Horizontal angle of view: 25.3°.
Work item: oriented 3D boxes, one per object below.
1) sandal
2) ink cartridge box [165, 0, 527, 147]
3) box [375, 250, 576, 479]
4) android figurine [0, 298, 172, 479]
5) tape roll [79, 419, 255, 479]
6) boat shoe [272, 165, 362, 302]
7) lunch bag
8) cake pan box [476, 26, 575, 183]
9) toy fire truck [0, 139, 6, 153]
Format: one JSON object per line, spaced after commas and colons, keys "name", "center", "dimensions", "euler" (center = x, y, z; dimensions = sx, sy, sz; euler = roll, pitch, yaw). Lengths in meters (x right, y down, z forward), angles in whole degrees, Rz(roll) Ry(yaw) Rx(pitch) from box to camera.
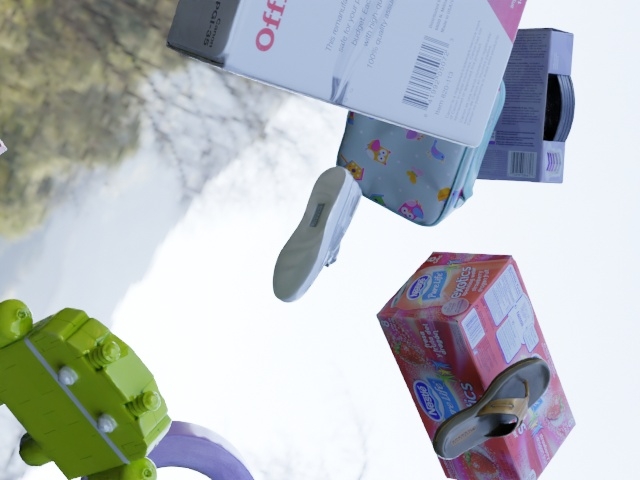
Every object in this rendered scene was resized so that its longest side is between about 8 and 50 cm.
{"name": "sandal", "center": [0.221, 0.219, 1.783], "dimensions": [0.180, 0.072, 0.049], "euler": [-36, -144, -8]}
{"name": "ink cartridge box", "center": [0.034, -0.219, 1.233], "dimensions": [0.117, 0.283, 0.207], "euler": [27, -79, 54]}
{"name": "box", "center": [0.216, 0.177, 1.935], "dimensions": [0.142, 0.300, 0.154], "euler": [4, -142, 42]}
{"name": "android figurine", "center": [-0.257, 0.162, 1.459], "dimensions": [0.273, 0.248, 0.056], "euler": [-21, -160, 48]}
{"name": "tape roll", "center": [-0.219, 0.403, 2.062], "dimensions": [0.274, 0.275, 0.090], "euler": [-64, -168, 3]}
{"name": "boat shoe", "center": [0.000, 0.000, 1.753], "dimensions": [0.066, 0.063, 0.184], "euler": [2, -116, 40]}
{"name": "lunch bag", "center": [0.156, -0.168, 2.209], "dimensions": [0.108, 0.224, 0.279], "euler": [-42, 154, -53]}
{"name": "cake pan box", "center": [0.288, -0.219, 2.312], "dimensions": [0.267, 0.070, 0.245], "euler": [5, -85, 47]}
{"name": "toy fire truck", "center": [-0.486, -0.072, 1.837], "dimensions": [0.192, 0.047, 0.135], "euler": [-36, 173, -4]}
